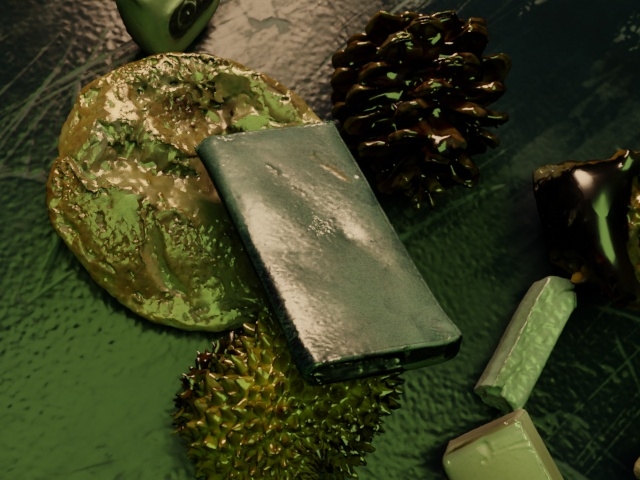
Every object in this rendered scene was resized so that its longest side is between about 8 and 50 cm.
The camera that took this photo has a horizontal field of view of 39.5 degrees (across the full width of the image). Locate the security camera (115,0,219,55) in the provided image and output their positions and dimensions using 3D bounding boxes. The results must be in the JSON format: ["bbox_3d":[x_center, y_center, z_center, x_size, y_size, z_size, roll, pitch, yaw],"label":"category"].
[{"bbox_3d":[-0.155,-0.382,1.196,0.080,0.157,0.301,28,72,21],"label":"security camera"}]

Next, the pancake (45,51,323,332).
[{"bbox_3d":[-0.153,-0.067,1.148,0.387,0.082,0.387,4,75,-16],"label":"pancake"}]

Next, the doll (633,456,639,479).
[{"bbox_3d":[0.472,0.324,1.163,0.278,0.175,0.149,-38,47,-10],"label":"doll"}]

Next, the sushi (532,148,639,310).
[{"bbox_3d":[0.398,-0.018,1.185,0.200,0.213,0.204,-10,94,6],"label":"sushi"}]

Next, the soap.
[{"bbox_3d":[0.240,0.318,1.104,0.121,0.064,0.183,-30,82,20],"label":"soap"}]

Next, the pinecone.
[{"bbox_3d":[0.135,-0.172,1.170,0.243,0.243,0.257,-17,93,-16],"label":"pinecone"}]

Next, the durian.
[{"bbox_3d":[-0.029,0.180,1.027,0.258,0.258,0.293,47,66,4],"label":"durian"}]

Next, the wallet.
[{"bbox_3d":[0.000,0.000,1.018,0.191,0.046,0.379,-10,48,-22],"label":"wallet"}]

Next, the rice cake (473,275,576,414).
[{"bbox_3d":[0.274,0.139,1.189,0.063,0.069,0.206,34,73,-3],"label":"rice cake"}]
